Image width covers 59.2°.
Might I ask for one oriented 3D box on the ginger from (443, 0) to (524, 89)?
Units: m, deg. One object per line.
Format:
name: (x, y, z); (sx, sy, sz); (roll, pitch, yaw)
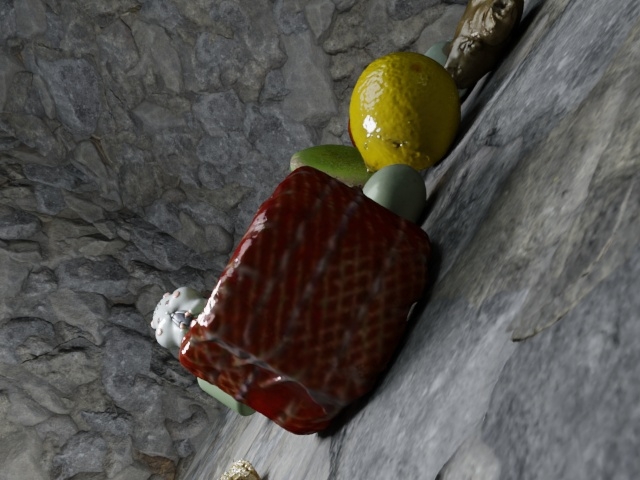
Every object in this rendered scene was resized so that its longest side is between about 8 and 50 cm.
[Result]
ginger: (0.350, -0.432, 1.219); (0.219, 0.123, 0.270); (117, 175, -79)

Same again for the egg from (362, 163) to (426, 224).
egg: (0.127, -0.066, 1.000); (0.152, 0.114, 0.114); (-63, 4, -21)

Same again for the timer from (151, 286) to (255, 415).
timer: (-0.246, 0.213, 1.312); (0.291, 0.315, 0.291); (19, -90, -76)

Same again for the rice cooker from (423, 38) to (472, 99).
rice cooker: (0.307, -0.405, 1.409); (0.206, 0.145, 0.127); (-56, -9, -28)

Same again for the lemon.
lemon: (0.171, -0.267, 1.158); (0.228, 0.228, 0.253); (-155, 63, -88)

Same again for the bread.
bread: (0.080, -0.168, 1.307); (0.301, 0.301, 0.045); (-62, -19, -63)

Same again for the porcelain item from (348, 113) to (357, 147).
porcelain item: (0.209, -0.324, 1.540); (0.253, 0.253, 0.253); (-57, 2, 4)

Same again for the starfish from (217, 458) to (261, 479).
starfish: (-0.169, 0.453, 0.948); (0.216, 0.071, 0.238); (-52, -4, 1)

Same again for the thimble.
thimble: (-0.017, 0.073, 0.790); (0.350, 0.230, 0.350); (-59, 1, 1)
